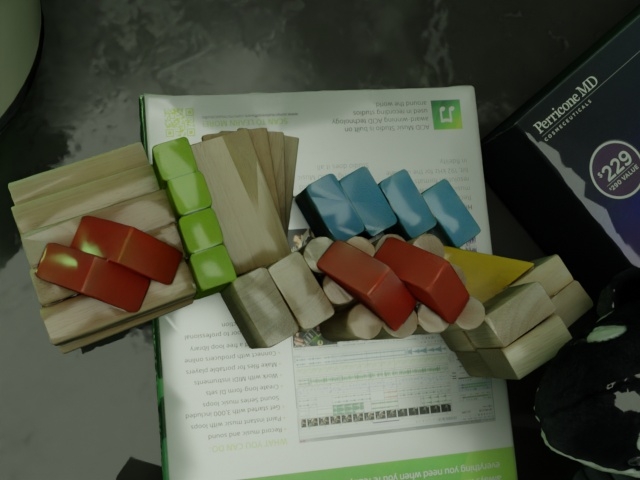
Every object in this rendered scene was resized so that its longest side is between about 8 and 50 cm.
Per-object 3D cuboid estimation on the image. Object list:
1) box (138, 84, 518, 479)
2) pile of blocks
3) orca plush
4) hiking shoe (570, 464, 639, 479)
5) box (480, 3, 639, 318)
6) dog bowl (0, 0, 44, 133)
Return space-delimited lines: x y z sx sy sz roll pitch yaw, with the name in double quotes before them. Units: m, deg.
"box" 0.004 0.059 0.575 0.232 0.058 0.322 -3 82 -12
"pile of blocks" 0.000 0.000 0.495 0.361 0.112 0.149 5 81 -11
"orca plush" 0.258 0.076 0.474 0.287 0.102 0.151 14 58 -22
"hiking shoe" 0.163 0.271 0.549 0.113 0.132 0.304 32 100 26
"box" 0.268 -0.082 0.623 0.261 0.103 0.184 -41 89 -13
"dog bowl" -0.327 -0.192 0.394 0.407 0.150 0.408 17 47 -19
